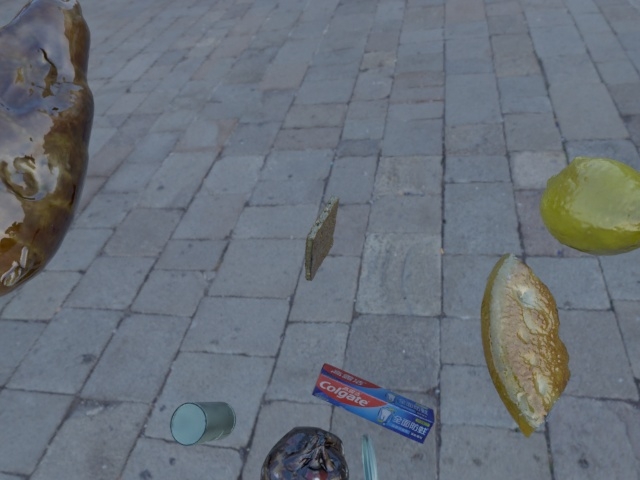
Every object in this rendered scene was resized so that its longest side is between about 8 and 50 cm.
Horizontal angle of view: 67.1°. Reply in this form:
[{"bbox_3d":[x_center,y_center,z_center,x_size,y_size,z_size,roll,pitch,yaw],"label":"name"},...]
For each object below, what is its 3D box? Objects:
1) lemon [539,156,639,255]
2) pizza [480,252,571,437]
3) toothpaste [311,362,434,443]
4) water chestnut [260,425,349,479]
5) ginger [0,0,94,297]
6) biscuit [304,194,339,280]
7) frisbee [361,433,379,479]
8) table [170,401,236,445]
[{"bbox_3d":[0.184,-0.023,0.325,0.065,0.065,0.092,-20,31,-9],"label":"lemon"},{"bbox_3d":[0.304,0.146,0.726,0.134,0.056,0.272,1,66,-20],"label":"pizza"},{"bbox_3d":[0.139,0.432,1.287,0.320,0.077,0.066,21,18,5],"label":"toothpaste"},{"bbox_3d":[-0.045,0.693,1.464,0.288,0.289,0.245,-2,83,11],"label":"water chestnut"},{"bbox_3d":[-0.411,-0.106,0.646,0.254,0.176,0.419,-27,54,50],"label":"ginger"},{"bbox_3d":[0.000,0.000,1.123,0.025,0.231,0.131,25,62,11],"label":"biscuit"},{"bbox_3d":[0.080,0.363,0.760,0.014,0.110,0.110,-3,42,-3],"label":"frisbee"},{"bbox_3d":[-0.373,0.583,1.551,0.126,0.220,0.127,-4,72,13],"label":"table"}]
